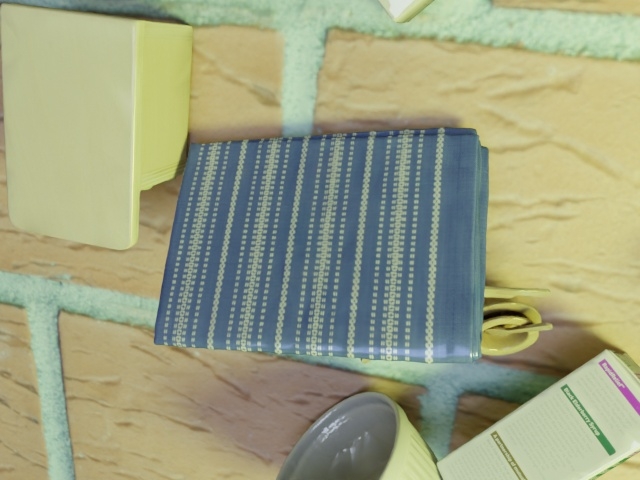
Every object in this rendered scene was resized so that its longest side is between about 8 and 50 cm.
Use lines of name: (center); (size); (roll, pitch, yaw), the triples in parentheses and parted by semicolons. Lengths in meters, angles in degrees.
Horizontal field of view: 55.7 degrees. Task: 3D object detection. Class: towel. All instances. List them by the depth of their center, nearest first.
towel: (0.000, 0.000, 0.630); (0.336, 0.040, 0.243); (0, 70, 16)

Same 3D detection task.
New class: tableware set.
tableware set: (0.142, 0.100, 0.650); (0.194, 0.039, 0.128); (2, 139, -1)

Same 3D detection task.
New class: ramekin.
ramekin: (0.047, 0.296, 0.721); (0.207, 0.207, 0.109); (-36, 107, 25)

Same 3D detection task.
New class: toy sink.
toy sink: (-0.239, -0.127, 0.670); (0.153, 0.131, 0.234); (10, 108, 12)

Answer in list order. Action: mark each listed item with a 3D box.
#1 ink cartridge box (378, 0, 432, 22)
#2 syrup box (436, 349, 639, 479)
ink cartridge box: (0.107, -0.318, 0.517); (0.219, 0.092, 0.160); (-36, 98, 24)
syrup box: (0.256, 0.223, 0.662); (0.237, 0.093, 0.096); (-42, 58, 21)
